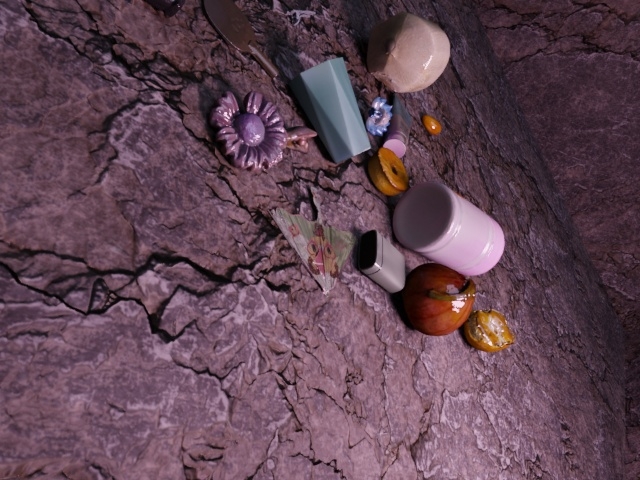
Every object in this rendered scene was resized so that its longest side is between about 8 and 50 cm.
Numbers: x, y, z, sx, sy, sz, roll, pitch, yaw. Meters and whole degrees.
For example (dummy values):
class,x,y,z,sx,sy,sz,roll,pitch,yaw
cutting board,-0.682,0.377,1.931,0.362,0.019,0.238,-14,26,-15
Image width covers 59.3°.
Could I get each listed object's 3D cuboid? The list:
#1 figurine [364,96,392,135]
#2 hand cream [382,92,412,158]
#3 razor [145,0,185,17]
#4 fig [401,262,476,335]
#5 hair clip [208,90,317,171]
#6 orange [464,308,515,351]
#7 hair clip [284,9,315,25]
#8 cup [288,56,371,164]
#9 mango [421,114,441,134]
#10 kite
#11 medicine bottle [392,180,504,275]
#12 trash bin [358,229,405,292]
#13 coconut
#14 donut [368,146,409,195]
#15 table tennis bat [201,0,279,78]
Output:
class,x,y,z,sx,sy,sz,roll,pitch,yaw
figurine,0.174,-0.357,1.645,0.114,0.079,0.114,-7,101,-42
hand cream,0.251,-0.359,1.765,0.111,0.070,0.312,47,35,-23
razor,-0.326,-0.496,1.069,0.148,0.054,0.090,30,50,-43
fig,0.308,0.148,1.449,0.205,0.205,0.205,30,49,-42
hair clip,-0.103,-0.229,1.208,0.300,0.069,0.173,-7,78,-54
orange,0.502,0.277,1.707,0.170,0.112,0.160,34,41,10
hair clip,-0.052,-0.606,1.527,0.115,0.030,0.039,-36,120,-53
cup,0.030,-0.312,1.393,0.134,0.148,0.236,-63,131,-80
mango,0.394,-0.415,2.009,0.089,0.046,0.060,40,40,-16
kite,0.000,0.000,1.270,0.323,0.013,0.268,19,58,-48
medicine bottle,0.372,-0.027,1.620,0.316,0.202,0.202,24,53,-46
trash bin,0.154,0.053,1.408,0.130,0.059,0.116,38,45,-38
coconut,0.264,-0.591,1.762,0.247,0.245,0.245,-11,81,-53
donut,0.189,-0.191,1.582,0.152,0.058,0.152,32,42,-35
table tennis bat,-0.180,-0.467,1.285,0.234,0.022,0.131,46,39,-24
